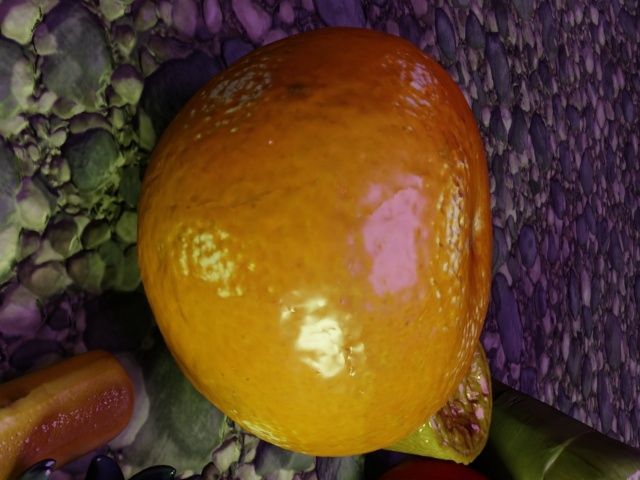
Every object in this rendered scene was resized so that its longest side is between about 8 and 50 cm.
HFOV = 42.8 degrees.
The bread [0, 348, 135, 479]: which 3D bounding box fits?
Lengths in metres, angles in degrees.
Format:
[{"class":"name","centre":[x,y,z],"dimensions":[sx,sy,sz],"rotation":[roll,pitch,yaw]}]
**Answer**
[{"class":"bread","centre":[-0.262,0.164,0.671],"dimensions":[0.239,0.074,0.092],"rotation":[-21,102,-52]}]

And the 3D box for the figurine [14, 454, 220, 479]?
[{"class":"figurine","centre":[-0.173,0.283,0.623],"dimensions":[0.265,0.197,0.175],"rotation":[-102,-165,-55]}]

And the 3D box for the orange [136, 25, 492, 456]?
[{"class":"orange","centre":[0.000,0.000,0.828],"dimensions":[0.424,0.326,0.423],"rotation":[2,90,-71]}]

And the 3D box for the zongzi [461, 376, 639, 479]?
[{"class":"zongzi","centre":[0.374,0.419,1.205],"dimensions":[0.181,0.447,0.418],"rotation":[-28,116,-24]}]

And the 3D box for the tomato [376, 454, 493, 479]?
[{"class":"tomato","centre":[0.166,0.439,1.082],"dimensions":[0.299,0.226,0.298],"rotation":[2,87,-51]}]

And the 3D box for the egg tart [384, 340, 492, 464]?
[{"class":"egg tart","centre":[0.133,0.201,1.115],"dimensions":[0.203,0.147,0.202],"rotation":[20,64,-48]}]
